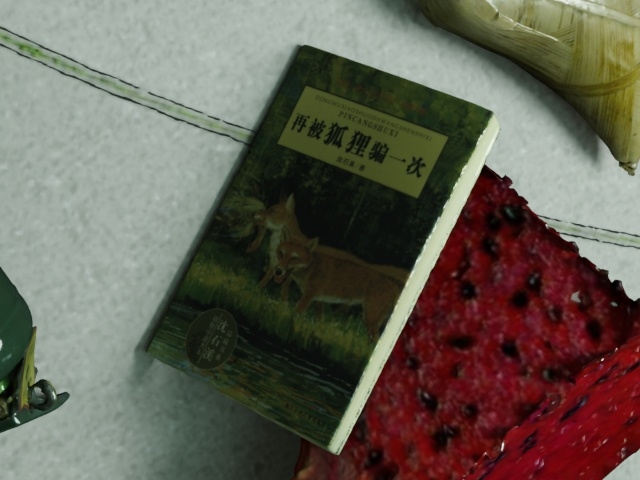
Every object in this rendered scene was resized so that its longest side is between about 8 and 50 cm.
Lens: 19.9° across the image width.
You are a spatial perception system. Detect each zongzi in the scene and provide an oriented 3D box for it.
[{"bbox_3d":[0.155,-0.130,1.232,0.194,0.099,0.197,-7,110,-26],"label":"zongzi"}]

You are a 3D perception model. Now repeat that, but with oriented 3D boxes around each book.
[{"bbox_3d":[0.000,0.000,1.142,0.024,0.160,0.228,32,84,-55],"label":"book"}]

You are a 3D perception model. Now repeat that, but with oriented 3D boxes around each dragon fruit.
[{"bbox_3d":[0.083,0.099,1.156,0.302,0.240,0.330,46,70,-4],"label":"dragon fruit"}]

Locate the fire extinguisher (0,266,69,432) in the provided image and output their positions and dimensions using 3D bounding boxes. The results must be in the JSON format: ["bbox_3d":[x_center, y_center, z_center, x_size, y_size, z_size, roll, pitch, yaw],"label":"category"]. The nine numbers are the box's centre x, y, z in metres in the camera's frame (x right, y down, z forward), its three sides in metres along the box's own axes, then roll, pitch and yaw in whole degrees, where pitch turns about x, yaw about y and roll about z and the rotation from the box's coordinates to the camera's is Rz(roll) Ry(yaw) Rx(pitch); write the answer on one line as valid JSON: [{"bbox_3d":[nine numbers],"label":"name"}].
[{"bbox_3d":[-0.247,0.002,1.048,0.095,0.114,0.311,-23,114,20],"label":"fire extinguisher"}]
